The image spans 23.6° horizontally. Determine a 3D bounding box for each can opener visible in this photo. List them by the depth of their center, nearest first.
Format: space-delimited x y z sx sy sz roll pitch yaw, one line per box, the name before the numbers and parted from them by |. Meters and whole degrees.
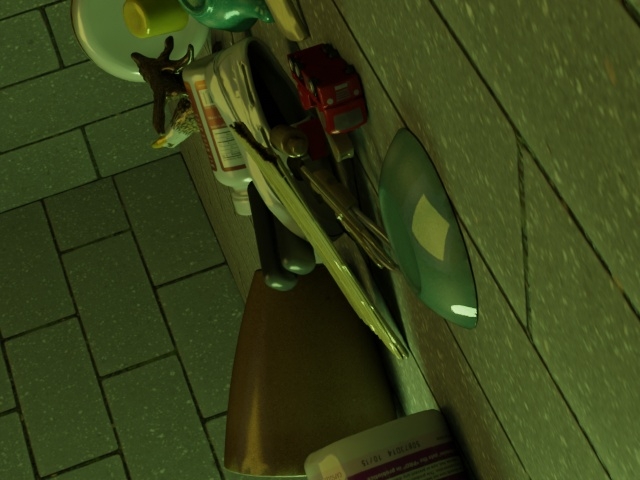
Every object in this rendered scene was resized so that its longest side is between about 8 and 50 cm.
can opener | -0.039 -0.057 1.948 0.076 0.095 0.283 -43 43 34

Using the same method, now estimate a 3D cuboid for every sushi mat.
sushi mat | 0.000 0.000 1.755 0.316 0.019 0.151 56 176 -30

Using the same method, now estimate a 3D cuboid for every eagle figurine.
eagle figurine | -0.151 -0.184 2.279 0.298 0.225 0.226 31 -114 -40

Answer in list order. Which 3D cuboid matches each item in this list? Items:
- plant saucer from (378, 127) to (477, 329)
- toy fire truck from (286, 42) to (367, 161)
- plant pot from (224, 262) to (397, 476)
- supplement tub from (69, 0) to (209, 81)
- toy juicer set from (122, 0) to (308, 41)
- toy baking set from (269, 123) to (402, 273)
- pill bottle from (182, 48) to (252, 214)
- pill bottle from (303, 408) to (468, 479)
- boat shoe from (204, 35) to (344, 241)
plant saucer | 0.089 -0.005 1.391 0.195 0.037 0.195 160 90 -83
toy fire truck | 0.009 -0.133 1.603 0.192 0.047 0.135 -126 18 -64
plant pot | -0.017 0.160 2.000 0.237 0.237 0.254 -174 80 -82
supplement tub | -0.314 -0.389 2.626 0.316 0.228 0.228 -144 35 -78
toy juicer set | -0.129 -0.342 1.802 0.329 0.089 0.209 9 120 48
toy baking set | 0.021 -0.044 1.608 0.197 0.030 0.256 48 178 -9
pill bottle | -0.103 -0.151 2.102 0.121 0.121 0.216 -131 23 -71
pill bottle | 0.106 0.350 1.660 0.169 0.169 0.302 103 147 -77
boat shoe | -0.037 -0.122 1.839 0.088 0.096 0.268 -29 89 48
